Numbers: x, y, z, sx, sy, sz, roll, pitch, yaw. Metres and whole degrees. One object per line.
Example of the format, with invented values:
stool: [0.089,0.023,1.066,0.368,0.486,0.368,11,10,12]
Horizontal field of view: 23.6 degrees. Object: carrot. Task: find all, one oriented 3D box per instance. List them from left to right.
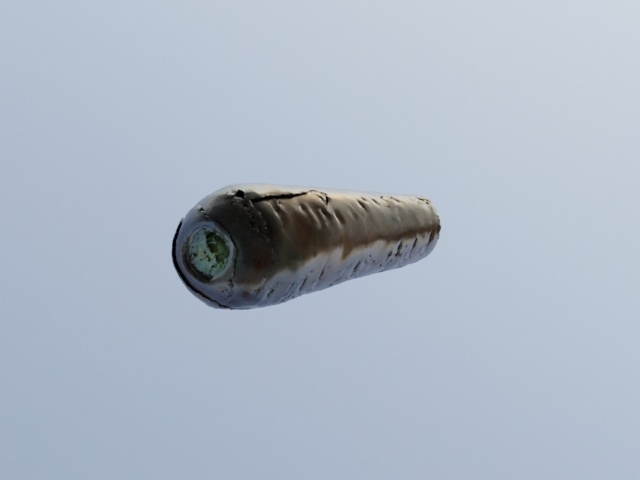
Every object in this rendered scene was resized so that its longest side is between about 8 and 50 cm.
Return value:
carrot: [0.000,0.000,0.701,0.161,0.055,0.055,-5,-122,-50]
